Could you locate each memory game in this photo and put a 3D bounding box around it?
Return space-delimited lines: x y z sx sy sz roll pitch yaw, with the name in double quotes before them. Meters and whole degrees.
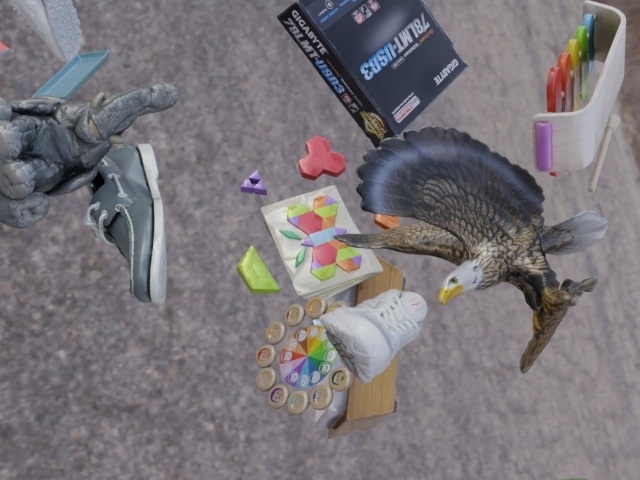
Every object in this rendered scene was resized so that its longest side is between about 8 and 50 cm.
"memory game" -0.019 0.166 1.585 0.012 0.186 0.186 41 38 -48

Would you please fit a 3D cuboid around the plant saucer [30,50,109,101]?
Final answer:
"plant saucer" -0.418 -0.273 1.831 0.192 0.067 0.018 -66 147 -56

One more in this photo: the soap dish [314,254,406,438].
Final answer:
"soap dish" 0.067 0.185 1.868 0.229 0.118 0.291 111 -14 -71

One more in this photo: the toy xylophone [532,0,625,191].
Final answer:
"toy xylophone" 0.419 -0.220 1.731 0.323 0.081 0.236 -55 147 -43

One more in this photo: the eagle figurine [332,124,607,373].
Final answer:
"eagle figurine" 0.182 0.000 1.323 0.298 0.226 0.225 40 18 16

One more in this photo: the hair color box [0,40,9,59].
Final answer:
"hair color box" -0.460 -0.203 1.341 0.053 0.093 0.167 42 23 -10

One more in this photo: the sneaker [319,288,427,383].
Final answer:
"sneaker" 0.068 0.094 1.237 0.090 0.115 0.232 56 0 1

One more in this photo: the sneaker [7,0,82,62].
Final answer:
"sneaker" -0.536 -0.445 2.068 0.090 0.095 0.235 -60 134 -57

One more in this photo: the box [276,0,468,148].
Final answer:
"box" 0.104 -0.359 1.975 0.293 0.073 0.295 52 48 -7

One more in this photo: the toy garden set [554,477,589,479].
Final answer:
"toy garden set" 0.256 0.335 1.311 0.204 0.244 0.049 170 -82 -75

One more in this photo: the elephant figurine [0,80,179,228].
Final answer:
"elephant figurine" -0.319 -0.116 1.326 0.239 0.186 0.169 -33 143 -47

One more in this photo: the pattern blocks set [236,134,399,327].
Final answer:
"pattern blocks set" 0.000 0.000 1.749 0.325 0.285 0.026 50 -22 16

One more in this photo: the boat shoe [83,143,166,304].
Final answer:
"boat shoe" -0.249 -0.022 1.374 0.319 0.099 0.116 -110 -159 -54
